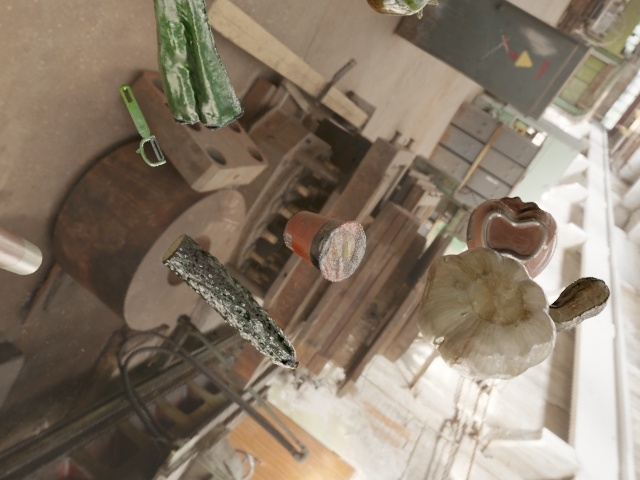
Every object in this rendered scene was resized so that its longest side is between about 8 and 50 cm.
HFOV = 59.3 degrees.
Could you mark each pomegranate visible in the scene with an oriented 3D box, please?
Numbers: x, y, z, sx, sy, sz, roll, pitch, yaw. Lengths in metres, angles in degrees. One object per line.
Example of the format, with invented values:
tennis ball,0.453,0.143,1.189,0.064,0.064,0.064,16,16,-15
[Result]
pomegranate,0.188,-0.577,1.247,0.182,0.181,0.224,-57,153,13

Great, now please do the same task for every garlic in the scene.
garlic,0.245,0.136,0.902,0.218,0.218,0.212,-48,162,-32

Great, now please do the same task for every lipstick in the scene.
lipstick,-0.599,0.010,1.046,0.070,0.070,0.254,-52,177,-14

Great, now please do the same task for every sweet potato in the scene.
sweet potato,0.438,0.123,1.023,0.233,0.081,0.062,-12,152,-24

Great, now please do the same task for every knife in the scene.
knife,-0.426,-0.267,1.309,0.054,0.212,0.015,-24,175,-10

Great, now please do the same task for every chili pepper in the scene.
chili pepper,-0.126,-0.203,0.500,0.227,0.088,0.059,86,23,-54

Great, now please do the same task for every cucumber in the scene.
cucumber,-0.138,0.109,0.932,0.067,0.293,0.067,-40,-165,13

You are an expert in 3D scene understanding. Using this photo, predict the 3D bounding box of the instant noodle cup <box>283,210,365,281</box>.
instant noodle cup,0.001,0.001,1.118,0.127,0.135,0.127,-21,122,-37

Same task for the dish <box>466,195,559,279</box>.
dish,0.433,-0.009,1.275,0.213,0.213,0.090,-56,165,6
